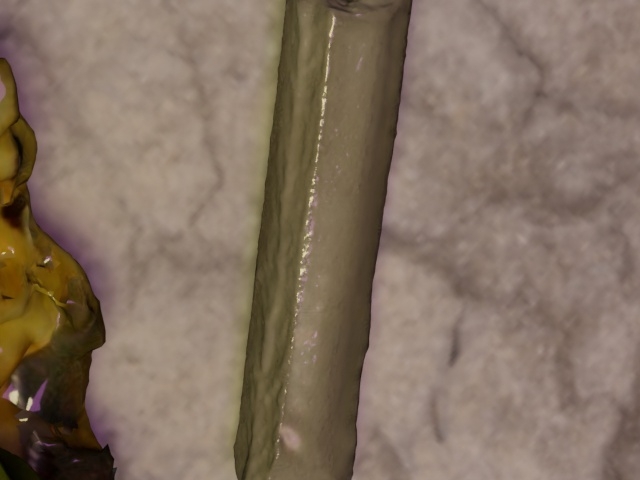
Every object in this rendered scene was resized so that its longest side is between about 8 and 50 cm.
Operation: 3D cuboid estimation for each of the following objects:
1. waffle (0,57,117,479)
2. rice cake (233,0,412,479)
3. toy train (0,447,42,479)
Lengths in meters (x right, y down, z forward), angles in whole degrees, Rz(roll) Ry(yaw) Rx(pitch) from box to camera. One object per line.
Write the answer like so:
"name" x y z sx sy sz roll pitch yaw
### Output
"waffle" -0.279 0.043 0.782 0.379 0.095 0.382 -19 119 -20
"rice cake" 0.000 0.000 0.904 0.057 0.052 0.256 1 106 -22
"toy train" -0.191 0.088 0.750 0.137 0.090 0.225 -34 125 -18
